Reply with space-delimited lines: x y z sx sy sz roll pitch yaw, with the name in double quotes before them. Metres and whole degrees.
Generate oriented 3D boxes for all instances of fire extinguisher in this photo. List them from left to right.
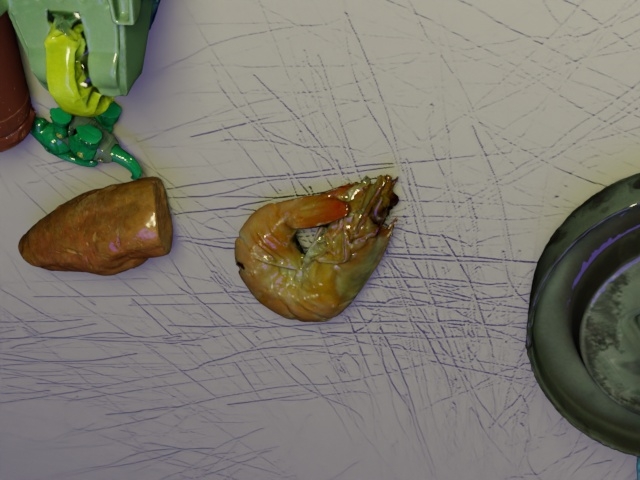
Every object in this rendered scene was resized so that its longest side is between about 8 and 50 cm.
"fire extinguisher" -0.331 -0.201 1.179 0.104 0.105 0.269 12 140 9

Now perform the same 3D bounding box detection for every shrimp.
"shrimp" 0.000 0.000 1.316 0.145 0.061 0.267 38 141 -7

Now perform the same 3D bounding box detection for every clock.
"clock" 0.351 0.072 1.173 0.318 0.066 0.319 4 125 6

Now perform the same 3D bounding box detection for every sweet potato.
"sweet potato" -0.246 -0.007 1.386 0.251 0.097 0.097 -15 131 41

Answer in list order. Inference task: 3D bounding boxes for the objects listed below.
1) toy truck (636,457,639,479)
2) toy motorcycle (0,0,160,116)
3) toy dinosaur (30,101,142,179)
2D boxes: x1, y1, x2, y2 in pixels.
"toy truck" 0.505 0.221 1.279 0.385 0.162 0.161 -21 128 40
"toy motorcycle" -0.186 -0.271 0.975 0.191 0.200 0.327 6 129 17
"toy dinosaur" -0.241 -0.103 1.301 0.132 0.059 0.096 31 150 -1
